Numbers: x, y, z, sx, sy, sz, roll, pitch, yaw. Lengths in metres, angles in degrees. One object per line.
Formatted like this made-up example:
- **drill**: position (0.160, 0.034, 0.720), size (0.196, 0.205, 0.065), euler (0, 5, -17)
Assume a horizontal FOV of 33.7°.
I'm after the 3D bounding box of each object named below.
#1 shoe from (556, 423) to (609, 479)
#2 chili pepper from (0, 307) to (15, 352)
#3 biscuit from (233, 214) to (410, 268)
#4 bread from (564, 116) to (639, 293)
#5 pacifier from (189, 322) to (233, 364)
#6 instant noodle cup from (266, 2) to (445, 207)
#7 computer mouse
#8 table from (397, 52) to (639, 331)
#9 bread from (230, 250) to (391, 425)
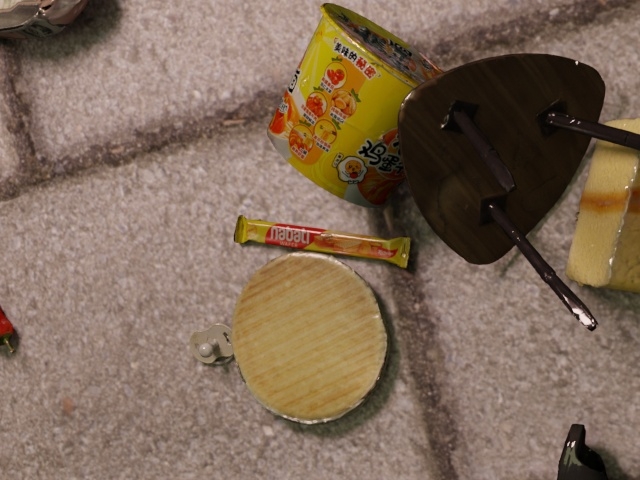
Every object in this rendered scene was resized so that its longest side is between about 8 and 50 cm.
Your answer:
- **shoe**: position (0.369, 0.369, 1.437), size (0.093, 0.108, 0.241), euler (5, 97, 20)
- **chili pepper**: position (-0.576, 0.136, 1.834), size (0.191, 0.050, 0.059), euler (45, 107, 29)
- **biscuit**: position (0.000, 0.000, 1.628), size (0.291, 0.026, 0.048), euler (8, 99, 22)
- **bread**: position (0.462, -0.035, 1.450), size (0.178, 0.135, 0.240), euler (12, 93, -13)
- **pacifier**: position (-0.172, 0.171, 1.670), size (0.083, 0.064, 0.068), euler (-20, 99, 20)
- **instant noodle cup**: position (0.057, -0.184, 1.500), size (0.264, 0.264, 0.200), euler (42, 110, 17)
- **computer mouse**: position (-0.521, -0.425, 1.797), size (0.389, 0.115, 0.200), euler (11, 76, 32)
- **table**: position (0.300, -0.082, 1.338), size (0.317, 0.317, 0.249), euler (-56, 33, 11)
- **bread**: position (-0.017, 0.149, 1.619), size (0.266, 0.040, 0.267), euler (0, 89, 19)
